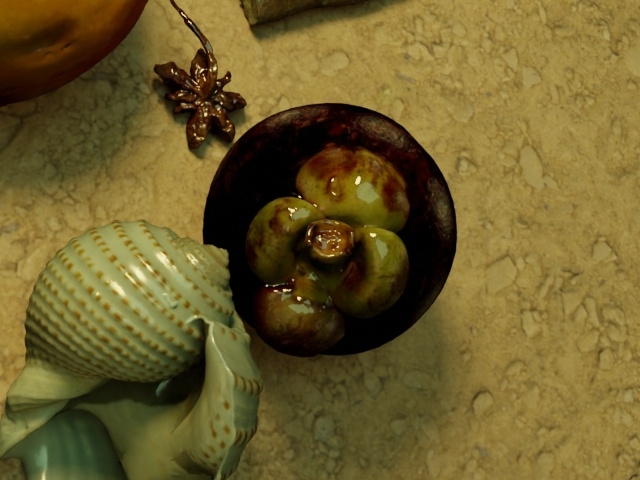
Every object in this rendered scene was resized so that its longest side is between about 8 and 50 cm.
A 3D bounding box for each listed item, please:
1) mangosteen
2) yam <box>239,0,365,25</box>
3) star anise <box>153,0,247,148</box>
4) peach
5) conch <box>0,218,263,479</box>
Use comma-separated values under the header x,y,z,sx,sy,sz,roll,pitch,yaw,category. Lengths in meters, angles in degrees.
x,y,z,sx,sy,sz,roll,pitch,yaw,category
0.006,0.006,1.299,0.297,0.297,0.313,23,49,-16,mangosteen
0.012,-0.338,1.536,0.253,0.061,0.061,-20,83,-28,yam
-0.152,-0.205,1.414,0.097,0.070,0.191,-29,100,-17,star anise
-0.352,-0.321,1.242,0.372,0.290,0.373,4,77,-20,peach
-0.187,0.145,1.219,0.303,0.319,0.215,48,29,14,conch
